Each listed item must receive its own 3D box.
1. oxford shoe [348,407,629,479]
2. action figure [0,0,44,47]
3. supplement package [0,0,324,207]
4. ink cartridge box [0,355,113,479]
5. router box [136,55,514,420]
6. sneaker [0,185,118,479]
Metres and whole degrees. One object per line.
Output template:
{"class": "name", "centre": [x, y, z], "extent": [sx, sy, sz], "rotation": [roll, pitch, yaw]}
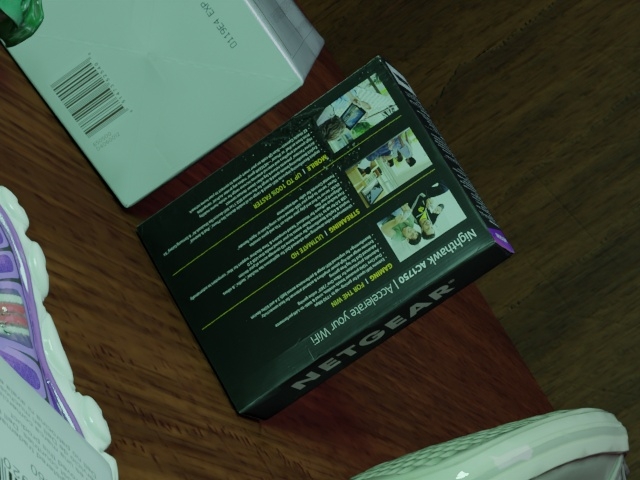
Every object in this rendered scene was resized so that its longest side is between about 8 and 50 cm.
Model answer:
{"class": "oxford shoe", "centre": [0.135, 0.191, 1.205], "extent": [0.449, 0.169, 0.130], "rotation": [33, 44, -70]}
{"class": "action figure", "centre": [-0.210, -0.162, 0.892], "extent": [0.232, 0.063, 0.137], "rotation": [40, 16, -48]}
{"class": "supplement package", "centre": [-0.093, -0.131, 1.176], "extent": [0.139, 0.134, 0.244], "rotation": [54, 9, -7]}
{"class": "ink cartridge box", "centre": [-0.116, 0.088, 0.388], "extent": [0.160, 0.093, 0.219], "rotation": [50, 11, -29]}
{"class": "router box", "centre": [0.000, 0.000, 1.053], "extent": [0.133, 0.179, 0.046], "rotation": [60, 12, 20]}
{"class": "sneaker", "centre": [-0.127, 0.033, 0.631], "extent": [0.170, 0.068, 0.071], "rotation": [59, 15, 15]}
